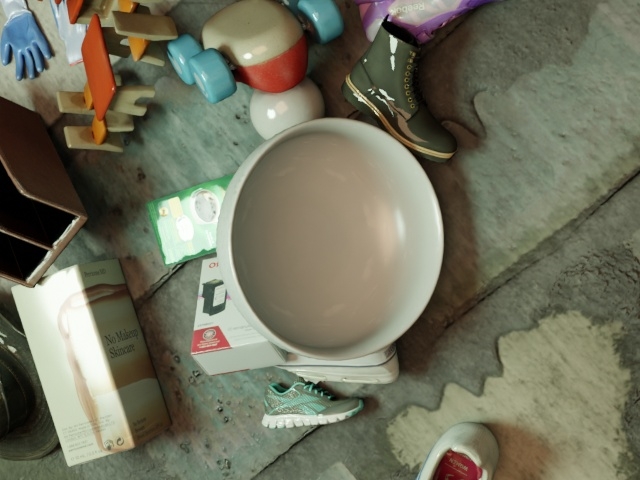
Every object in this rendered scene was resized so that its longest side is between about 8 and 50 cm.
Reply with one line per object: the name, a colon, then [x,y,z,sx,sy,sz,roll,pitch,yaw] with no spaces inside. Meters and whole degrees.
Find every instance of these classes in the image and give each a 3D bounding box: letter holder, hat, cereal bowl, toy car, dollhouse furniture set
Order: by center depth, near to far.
cereal bowl: [0.000,0.000,1.371,0.339,0.141,0.339,2,86,-27]
toy car: [-0.069,-0.227,1.427,0.219,0.210,0.238,-31,123,-12]
dollhouse furniture set: [-0.346,-0.303,1.454,0.262,0.135,0.259,-52,48,44]
letter holder: [-0.522,-0.104,1.465,0.152,0.214,0.302,-48,47,14]
hat: [-0.589,0.254,1.581,0.331,0.134,0.331,10,116,22]

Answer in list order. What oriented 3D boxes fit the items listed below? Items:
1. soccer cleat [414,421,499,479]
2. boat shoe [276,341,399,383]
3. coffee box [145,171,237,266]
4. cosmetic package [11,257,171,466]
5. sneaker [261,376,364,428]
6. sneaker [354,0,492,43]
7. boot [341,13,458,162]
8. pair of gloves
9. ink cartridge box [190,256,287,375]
soccer cleat: [0.155,0.415,1.400,0.116,0.143,0.331,25,100,13]
boat shoe: [-0.006,0.175,1.465,0.267,0.096,0.088,-2,125,22]
coffee box: [-0.177,-0.035,1.523,0.184,0.040,0.113,-18,89,17]
cosmetic package: [-0.362,0.189,1.536,0.129,0.153,0.296,-19,89,16]
sneaker: [-0.017,0.247,1.485,0.166,0.065,0.076,-8,87,15]
sneaker: [0.159,-0.334,1.385,0.236,0.095,0.104,-1,100,21]
boot: [0.134,-0.215,1.372,0.198,0.077,0.137,36,130,6]
pair of gloves: [-0.454,-0.358,1.594,0.198,0.023,0.159,-13,90,17]
ink cartridge box: [-0.118,0.105,1.448,0.127,0.072,0.175,-12,50,16]
